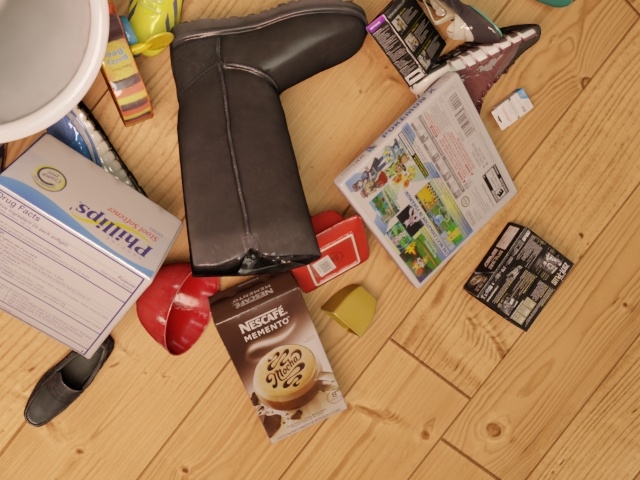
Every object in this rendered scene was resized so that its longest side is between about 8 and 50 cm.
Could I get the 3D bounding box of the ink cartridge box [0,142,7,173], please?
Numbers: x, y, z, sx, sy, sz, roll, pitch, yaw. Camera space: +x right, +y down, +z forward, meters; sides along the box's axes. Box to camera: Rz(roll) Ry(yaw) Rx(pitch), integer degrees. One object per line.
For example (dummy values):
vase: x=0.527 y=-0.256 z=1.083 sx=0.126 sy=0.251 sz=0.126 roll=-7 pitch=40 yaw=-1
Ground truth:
ink cartridge box: x=-0.594 y=-0.129 z=1.032 sx=0.100 sy=0.172 sz=0.237 roll=10 pitch=98 yaw=-13

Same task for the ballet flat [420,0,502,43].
ballet flat: x=0.253 y=-0.421 z=1.178 sx=0.074 sy=0.074 sz=0.203 roll=-35 pitch=67 yaw=-4

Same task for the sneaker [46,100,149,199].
sneaker: x=-0.435 y=-0.141 z=1.087 sx=0.147 sy=0.130 sz=0.330 roll=-32 pitch=105 yaw=-7

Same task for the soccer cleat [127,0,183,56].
soccer cleat: x=-0.263 y=-0.459 z=1.068 sx=0.093 sy=0.121 sz=0.289 roll=21 pitch=100 yaw=-16

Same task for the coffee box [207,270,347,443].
coffee box: x=-0.081 y=0.218 z=1.201 sx=0.168 sy=0.119 sz=0.297 roll=-24 pitch=115 yaw=-7

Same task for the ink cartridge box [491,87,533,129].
ink cartridge box: x=0.390 y=-0.270 z=1.288 sx=0.083 sy=0.028 sz=0.048 roll=-37 pitch=105 yaw=-4

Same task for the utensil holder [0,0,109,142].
utensil holder: x=-0.518 y=-0.353 z=0.850 sx=0.327 sy=0.385 sz=0.328 roll=-24 pitch=134 yaw=-28

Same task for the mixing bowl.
mixing bowl: x=-0.276 y=0.113 z=1.159 sx=0.098 sy=0.181 sz=0.182 roll=18 pitch=96 yaw=15

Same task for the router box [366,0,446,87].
router box: x=0.163 y=-0.378 z=1.154 sx=0.046 sy=0.179 sz=0.133 roll=-28 pitch=109 yaw=37

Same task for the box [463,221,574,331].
box: x=0.420 y=0.076 z=1.330 sx=0.147 sy=0.077 sz=0.180 roll=33 pitch=92 yaw=-15

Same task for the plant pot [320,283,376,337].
plant pot: x=0.066 y=0.135 z=1.267 sx=0.081 sy=0.081 sz=0.083 roll=42 pitch=79 yaw=-15

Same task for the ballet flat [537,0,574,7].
ballet flat: x=0.362 y=-0.572 z=1.193 sx=0.348 sy=0.123 sz=0.123 roll=20 pitch=95 yaw=-14

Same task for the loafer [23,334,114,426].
loafer: x=-0.477 y=0.263 z=1.174 sx=0.076 sy=0.078 sz=0.223 roll=42 pitch=89 yaw=-15

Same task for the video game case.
video game case: x=0.218 y=-0.105 z=1.215 sx=0.300 sy=0.036 sz=0.329 roll=-44 pitch=127 yaw=-4

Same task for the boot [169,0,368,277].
boot: x=-0.062 y=-0.172 z=1.046 sx=0.366 sy=0.146 sz=0.446 roll=-11 pitch=67 yaw=1

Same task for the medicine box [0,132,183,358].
medicine box: x=-0.419 y=0.020 z=1.037 sx=0.263 sy=0.149 sz=0.289 roll=35 pitch=129 yaw=-15

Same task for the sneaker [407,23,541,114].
sneaker: x=0.318 y=-0.310 z=1.242 sx=0.281 sy=0.106 sz=0.163 roll=-25 pitch=114 yaw=-1

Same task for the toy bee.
toy bee: x=-0.355 y=-0.322 z=1.003 sx=0.195 sy=0.162 sz=0.298 roll=-44 pitch=116 yaw=-6

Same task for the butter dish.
butter dish: x=0.000 y=0.000 z=1.215 sx=0.159 sy=0.118 sz=0.160 roll=-29 pitch=146 yaw=-6
